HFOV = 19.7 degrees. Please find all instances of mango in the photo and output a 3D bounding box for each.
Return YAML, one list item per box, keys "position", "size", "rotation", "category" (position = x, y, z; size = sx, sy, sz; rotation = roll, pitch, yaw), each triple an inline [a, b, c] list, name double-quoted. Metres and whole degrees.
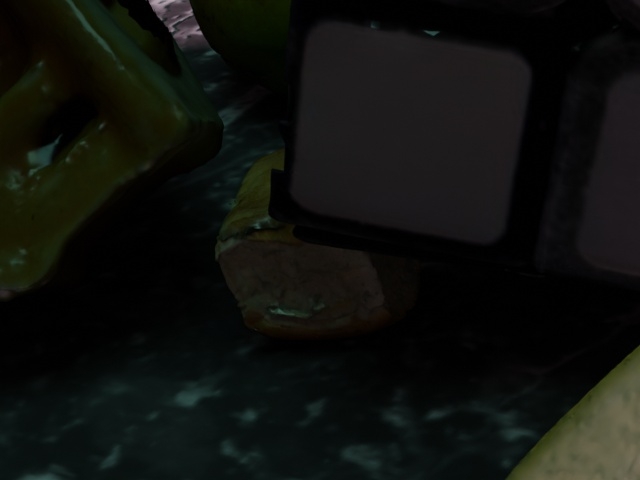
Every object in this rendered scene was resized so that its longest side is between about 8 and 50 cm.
- position: [0.010, -0.128, 1.025]
  size: [0.125, 0.111, 0.233]
  rotation: [-37, 48, -20]
  category: "mango"

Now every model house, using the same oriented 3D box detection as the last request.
- position: [-0.187, -0.052, 0.898]
  size: [0.239, 0.173, 0.268]
  rotation: [-43, 26, 7]
  category: "model house"

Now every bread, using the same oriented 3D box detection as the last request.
- position: [-0.001, 0.002, 0.826]
  size: [0.070, 0.077, 0.083]
  rotation: [-14, 27, 21]
  category: "bread"

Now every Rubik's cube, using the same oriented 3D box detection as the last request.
- position: [0.186, -0.203, 0.754]
  size: [0.363, 0.362, 0.359]
  rotation: [9, 32, 5]
  category: "Rubik's cube"

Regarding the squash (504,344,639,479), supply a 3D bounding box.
- position: [0.074, 0.122, 0.448]
  size: [0.260, 0.189, 0.189]
  rotation: [-21, 29, -22]
  category: "squash"
